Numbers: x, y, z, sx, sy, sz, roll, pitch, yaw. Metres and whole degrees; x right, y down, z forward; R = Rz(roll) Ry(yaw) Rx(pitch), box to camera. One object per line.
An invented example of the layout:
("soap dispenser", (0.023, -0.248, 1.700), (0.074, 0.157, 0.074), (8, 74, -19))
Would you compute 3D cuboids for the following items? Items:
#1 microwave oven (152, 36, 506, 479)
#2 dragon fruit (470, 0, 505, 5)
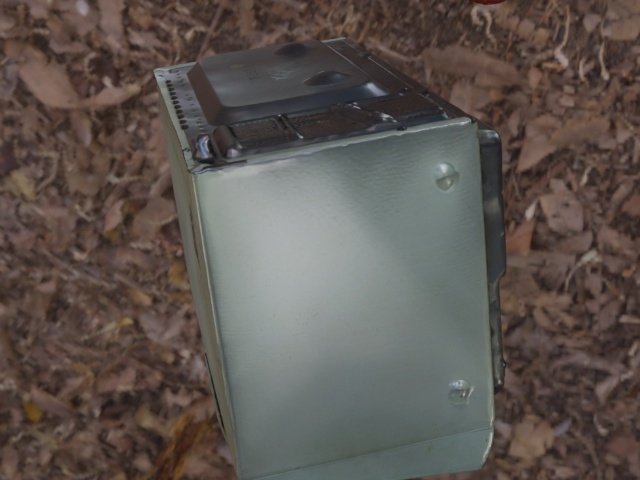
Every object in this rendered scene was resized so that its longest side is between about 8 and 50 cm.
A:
("microwave oven", (0.000, 0.000, 0.944), (0.247, 0.394, 0.333), (-9, 112, -10))
("dragon fruit", (0.136, -0.236, 0.677), (0.262, 0.189, 0.163), (-6, 84, 36))
